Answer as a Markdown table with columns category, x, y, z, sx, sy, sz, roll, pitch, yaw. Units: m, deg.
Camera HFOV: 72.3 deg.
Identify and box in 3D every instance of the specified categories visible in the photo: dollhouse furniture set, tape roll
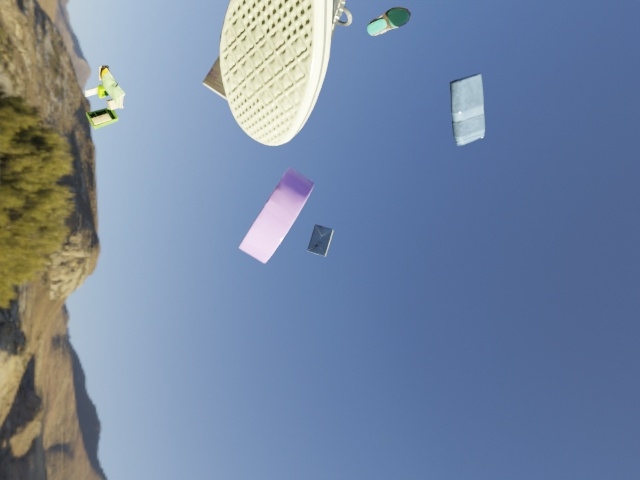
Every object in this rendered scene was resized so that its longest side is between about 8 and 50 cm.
| category | x | y | z | sx | sy | sz | roll | pitch | yaw |
| --- | --- | --- | --- | --- | --- | --- | --- | --- | --- |
| dollhouse furniture set | -0.471 | -0.303 | 0.945 | 0.076 | 0.058 | 0.151 | 60 | -30 | -1 |
| tape roll | -0.127 | -0.073 | 1.262 | 0.275 | 0.090 | 0.275 | -57 | -172 | 12 |

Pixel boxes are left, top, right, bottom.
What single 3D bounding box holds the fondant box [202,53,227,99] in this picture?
| category | x | y | z | sx | sy | sz | roll | pitch | yaw |
| --- | --- | --- | --- | --- | --- | --- | --- | --- | --- |
| fondant box | -0.155 | -0.518 | 1.214 | 0.238 | 0.096 | 0.330 | 40 | -80 | 36 |

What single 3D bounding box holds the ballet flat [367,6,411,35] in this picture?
| category | x | y | z | sx | sy | sz | roll | pitch | yaw |
| --- | --- | --- | --- | --- | --- | --- | --- | --- | --- |
| ballet flat | 0.151 | -0.474 | 0.938 | 0.114 | 0.041 | 0.041 | 4 | -89 | 47 |

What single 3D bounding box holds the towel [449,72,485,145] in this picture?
| category | x | y | z | sx | sy | sz | roll | pitch | yaw |
| --- | --- | --- | --- | --- | --- | --- | --- | --- | --- |
| towel | 0.269 | -0.241 | 0.809 | 0.029 | 0.067 | 0.120 | 39 | -34 | 60 |

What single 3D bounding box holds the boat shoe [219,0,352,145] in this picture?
| category | x | y | z | sx | sy | sz | roll | pitch | yaw |
| --- | --- | --- | --- | --- | --- | --- | --- | --- | --- |
| boat shoe | -0.036 | -0.373 | 0.644 | 0.186 | 0.156 | 0.501 | 26 | -49 | 16 |

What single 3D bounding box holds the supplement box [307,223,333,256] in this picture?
| category | x | y | z | sx | sy | sz | roll | pitch | yaw |
| --- | --- | --- | --- | --- | --- | --- | --- | --- | --- |
| supplement box | 0.000 | 0.000 | 1.296 | 0.083 | 0.056 | 0.084 | 22 | 85 | -88 |
